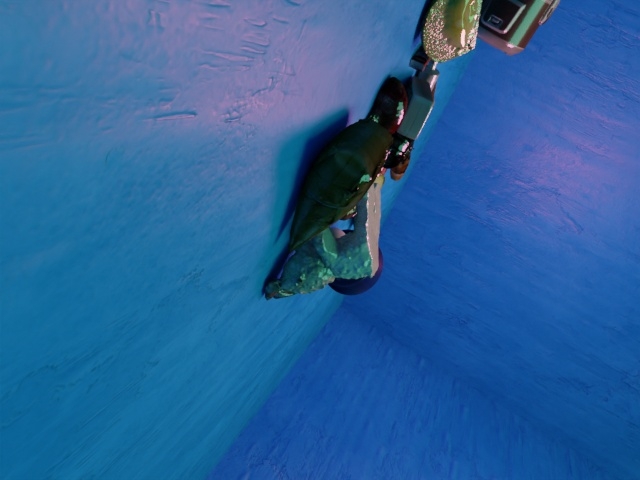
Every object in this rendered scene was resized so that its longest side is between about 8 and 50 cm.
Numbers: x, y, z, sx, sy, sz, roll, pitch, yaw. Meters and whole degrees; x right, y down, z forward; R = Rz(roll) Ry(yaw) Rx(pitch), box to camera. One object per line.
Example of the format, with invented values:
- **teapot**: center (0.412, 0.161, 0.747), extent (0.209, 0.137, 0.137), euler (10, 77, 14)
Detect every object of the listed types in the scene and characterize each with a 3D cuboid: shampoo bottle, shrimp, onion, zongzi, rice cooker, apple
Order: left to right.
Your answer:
- **zongzi**: center (0.046, -0.147, 1.280), extent (0.361, 0.159, 0.323), euler (-57, 174, 39)
- **onion**: center (0.222, -0.411, 1.495), extent (0.151, 0.098, 0.206), euler (-54, 169, -32)
- **shrimp**: center (0.396, -0.440, 2.170), extent (0.445, 0.085, 0.272), euler (67, 38, -80)
- **shampoo bottle**: center (0.407, -0.609, 1.845), extent (0.085, 0.085, 0.263), euler (-49, 164, -45)
- **apple**: center (0.397, -0.700, 1.456), extent (0.193, 0.120, 0.265), euler (-19, 147, 0)
- **rice cooker**: center (0.809, -1.002, 1.967), extent (0.335, 0.335, 0.325), euler (-44, 165, -55)

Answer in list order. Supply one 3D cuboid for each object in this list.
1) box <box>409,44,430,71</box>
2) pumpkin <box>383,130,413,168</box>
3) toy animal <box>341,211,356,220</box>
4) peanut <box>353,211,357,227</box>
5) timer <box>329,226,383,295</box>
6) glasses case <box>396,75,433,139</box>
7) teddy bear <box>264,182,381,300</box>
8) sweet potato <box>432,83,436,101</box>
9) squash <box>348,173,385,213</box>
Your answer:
- **box**: center (0.391, -0.688, 1.642), extent (0.218, 0.055, 0.040), euler (-56, 167, -21)
- **pumpkin**: center (0.286, -0.370, 1.782), extent (0.202, 0.140, 0.202), euler (-52, 172, -11)
- **toy animal**: center (0.131, -0.155, 1.786), extent (0.186, 0.093, 0.214), euler (-28, 156, -56)
- **peanut**: center (0.210, -0.110, 2.260), extent (0.263, 0.101, 0.118), euler (72, 24, -73)
- **timer**: center (0.075, 0.050, 1.799), extent (0.271, 0.270, 0.383), euler (-59, 154, -4)
- **glasses case**: center (0.335, -0.481, 1.654), extent (0.336, 0.076, 0.144), euler (-73, -175, -59)
- **teddy bear**: center (0.000, 0.000, 1.460), extent (0.327, 0.361, 0.376), euler (8, 81, -73)
- **sweet potato**: center (0.531, -0.687, 2.263), extent (0.226, 0.068, 0.068), euler (-59, 169, -8)
- **squash**: center (0.103, -0.162, 1.574), extent (0.220, 0.133, 0.220), euler (-50, 168, -15)
